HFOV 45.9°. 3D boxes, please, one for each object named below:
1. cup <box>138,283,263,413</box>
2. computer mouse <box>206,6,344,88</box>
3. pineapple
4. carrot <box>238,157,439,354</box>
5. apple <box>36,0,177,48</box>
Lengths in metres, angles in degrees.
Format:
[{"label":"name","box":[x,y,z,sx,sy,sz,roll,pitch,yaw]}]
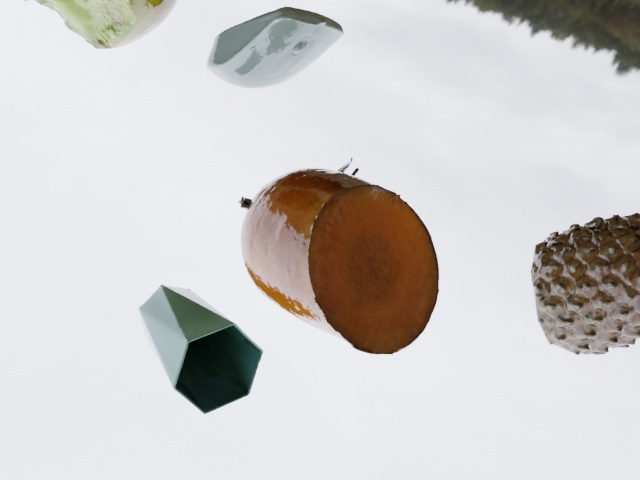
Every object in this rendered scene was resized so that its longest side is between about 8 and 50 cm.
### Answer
[{"label":"cup","box":[-0.205,0.155,1.222,0.148,0.134,0.235,-16,-154,-24]},{"label":"computer mouse","box":[-0.072,-0.272,1.100,0.127,0.079,0.230,-1,175,-41]},{"label":"pineapple","box":[0.479,0.041,1.083,0.202,0.362,0.202,21,-122,-38]},{"label":"carrot","box":[0.000,0.000,0.971,0.193,0.214,0.331,-2,-171,-28]},{"label":"apple","box":[-0.313,-0.409,1.078,0.246,0.226,0.246,4,-100,-23]}]
